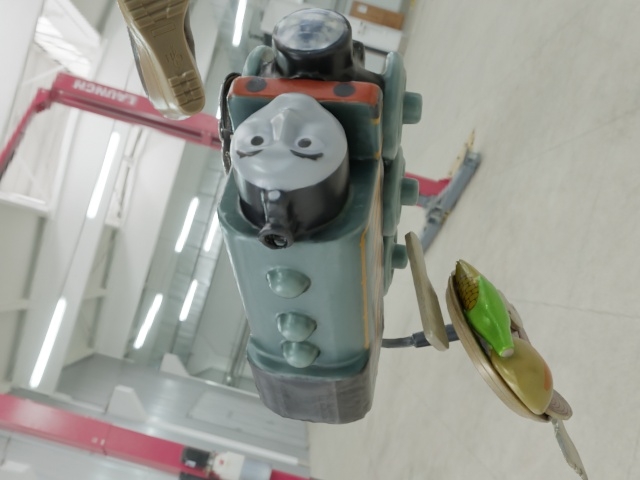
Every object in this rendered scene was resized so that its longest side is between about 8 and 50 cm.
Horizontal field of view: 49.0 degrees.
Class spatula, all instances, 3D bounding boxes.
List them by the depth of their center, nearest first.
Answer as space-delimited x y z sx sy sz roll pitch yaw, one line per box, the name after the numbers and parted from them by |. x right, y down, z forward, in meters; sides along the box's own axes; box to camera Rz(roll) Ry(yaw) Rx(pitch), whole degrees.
0.112 0.144 1.020 0.084 0.296 0.030 -106 11 -47 | spatula

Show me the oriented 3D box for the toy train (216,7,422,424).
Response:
0.000 0.000 0.540 0.334 0.142 0.190 85 -167 -51 | toy train

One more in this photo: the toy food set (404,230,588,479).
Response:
0.136 0.072 0.494 0.038 0.192 0.132 -36 30 21 | toy food set

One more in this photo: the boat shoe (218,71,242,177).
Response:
-0.071 -0.099 0.643 0.038 0.046 0.125 84 179 -62 | boat shoe

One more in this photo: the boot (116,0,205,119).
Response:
-0.207 -0.270 0.840 0.207 0.090 0.248 37 141 59 | boot
